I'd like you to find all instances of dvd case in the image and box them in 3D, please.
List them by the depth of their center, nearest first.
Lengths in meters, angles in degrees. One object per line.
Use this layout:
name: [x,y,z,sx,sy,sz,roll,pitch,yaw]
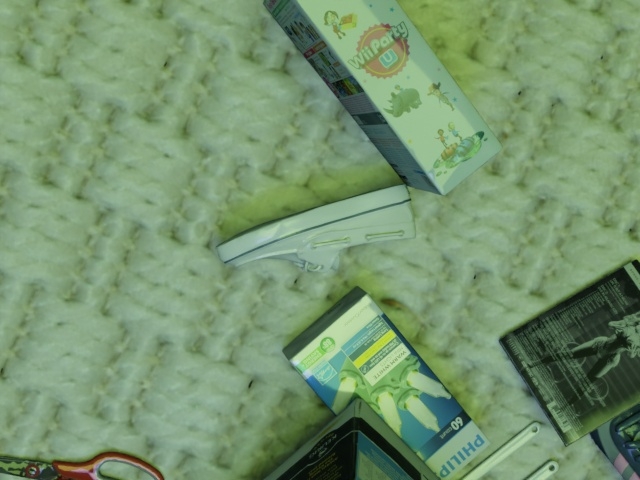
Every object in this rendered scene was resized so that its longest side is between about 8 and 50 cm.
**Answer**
dvd case: [0.375,0.147,1.418,0.221,0.018,0.165,-30,74,-4]

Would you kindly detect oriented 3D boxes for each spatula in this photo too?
spatula: [0.238,0.373,1.451,0.242,0.019,0.168,-36,93,-5]

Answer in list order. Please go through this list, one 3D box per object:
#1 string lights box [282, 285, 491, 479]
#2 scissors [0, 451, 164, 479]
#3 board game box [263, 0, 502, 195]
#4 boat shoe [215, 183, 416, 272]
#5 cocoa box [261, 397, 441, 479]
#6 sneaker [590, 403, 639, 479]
string lights box: [0.085,0.202,1.380,0.133,0.077,0.260,-41,100,-4]
scissors: [-0.345,0.287,1.355,0.297,0.021,0.109,27,93,-9]
board game box: [0.066,-0.204,1.270,0.097,0.224,0.303,-40,100,-2]
boat shoe: [0.000,0.000,1.342,0.258,0.095,0.084,-17,93,-6]
cocoa box: [-0.005,0.411,1.268,0.347,0.228,0.231,-43,99,13]
sneaker: [0.463,0.306,1.417,0.112,0.131,0.319,-35,95,-5]
